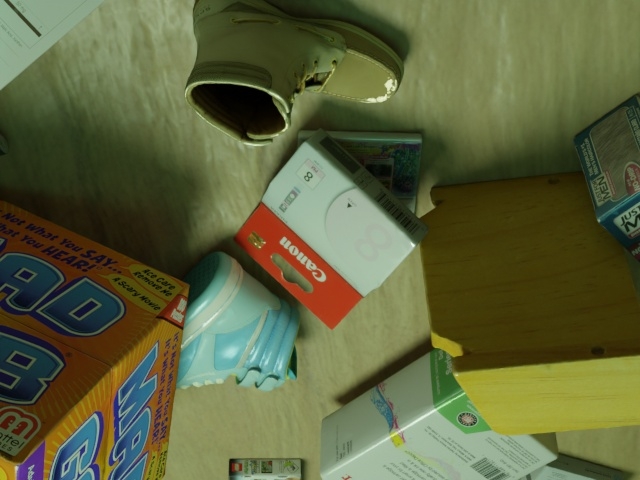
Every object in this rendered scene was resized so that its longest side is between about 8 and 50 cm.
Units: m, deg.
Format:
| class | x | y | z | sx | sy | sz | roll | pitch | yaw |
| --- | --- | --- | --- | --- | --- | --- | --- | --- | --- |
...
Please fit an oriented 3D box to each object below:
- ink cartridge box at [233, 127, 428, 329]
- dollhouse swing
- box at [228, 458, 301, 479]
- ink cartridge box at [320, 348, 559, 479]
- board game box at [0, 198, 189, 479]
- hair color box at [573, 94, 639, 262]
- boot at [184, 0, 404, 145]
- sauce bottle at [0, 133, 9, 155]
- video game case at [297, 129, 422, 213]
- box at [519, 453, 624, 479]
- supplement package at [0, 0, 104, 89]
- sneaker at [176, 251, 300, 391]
| class | x | y | z | sx | sy | sz | roll | pitch | yaw |
| --- | --- | --- | --- | --- | --- | --- | --- | --- | --- |
| ink cartridge box | 0.000 | 0.000 | 1.699 | 0.189 | 0.066 | 0.232 | 43 | 124 | 2 |
| dollhouse swing | 0.297 | 0.138 | 1.699 | 0.315 | 0.347 | 0.305 | -6 | 130 | 3 |
| box | -0.088 | 0.428 | 2.121 | 0.114 | 0.036 | 0.207 | 1 | 129 | -3 |
| ink cartridge box | 0.164 | 0.281 | 1.906 | 0.278 | 0.117 | 0.201 | -35 | 122 | 27 |
| board game box | -0.416 | 0.210 | 1.651 | 0.356 | 0.356 | 0.356 | 23 | 129 | 15 |
| hair color box | 0.474 | -0.007 | 1.698 | 0.105 | 0.174 | 0.347 | -37 | 122 | 24 |
| boot | -0.026 | -0.178 | 1.520 | 0.262 | 0.203 | 0.095 | 20 | 126 | -16 |
| sauce bottle | -0.452 | -0.100 | 1.675 | 0.128 | 0.042 | 0.042 | -20 | 127 | 15 |
| video game case | 0.047 | -0.078 | 1.725 | 0.157 | 0.019 | 0.143 | 1 | 129 | -2 |
| box | 0.373 | 0.420 | 2.130 | 0.145 | 0.038 | 0.186 | 18 | 127 | -16 |
| supplement package | -0.294 | -0.323 | 1.360 | 0.293 | 0.177 | 0.175 | -40 | 122 | 2 |
| sneaker | -0.154 | 0.176 | 1.858 | 0.208 | 0.127 | 0.319 | 32 | 122 | -23 |
